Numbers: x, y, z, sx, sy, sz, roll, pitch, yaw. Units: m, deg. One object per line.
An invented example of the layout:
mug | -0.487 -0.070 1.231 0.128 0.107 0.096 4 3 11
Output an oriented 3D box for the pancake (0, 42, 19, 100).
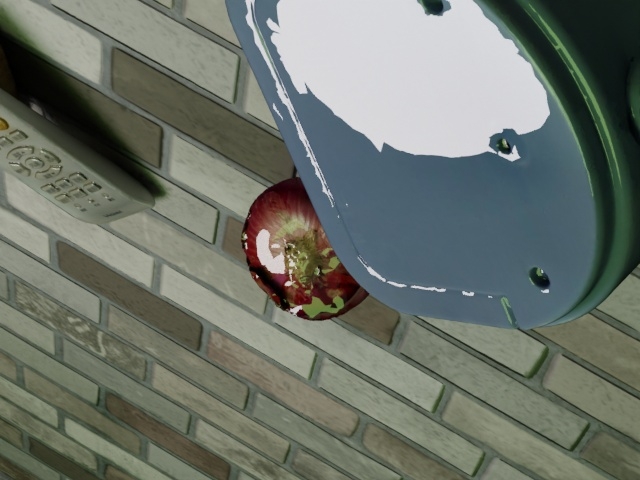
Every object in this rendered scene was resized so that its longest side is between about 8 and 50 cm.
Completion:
pancake | -0.412 -0.187 1.853 0.212 0.056 0.257 0 137 46

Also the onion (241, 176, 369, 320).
onion | 0.000 0.000 1.677 0.150 0.140 0.150 3 104 13

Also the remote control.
remote control | -0.324 -0.115 1.823 0.109 0.055 0.313 -15 138 45

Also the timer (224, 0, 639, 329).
timer | 0.133 -0.115 1.238 0.395 0.173 0.395 32 143 28
